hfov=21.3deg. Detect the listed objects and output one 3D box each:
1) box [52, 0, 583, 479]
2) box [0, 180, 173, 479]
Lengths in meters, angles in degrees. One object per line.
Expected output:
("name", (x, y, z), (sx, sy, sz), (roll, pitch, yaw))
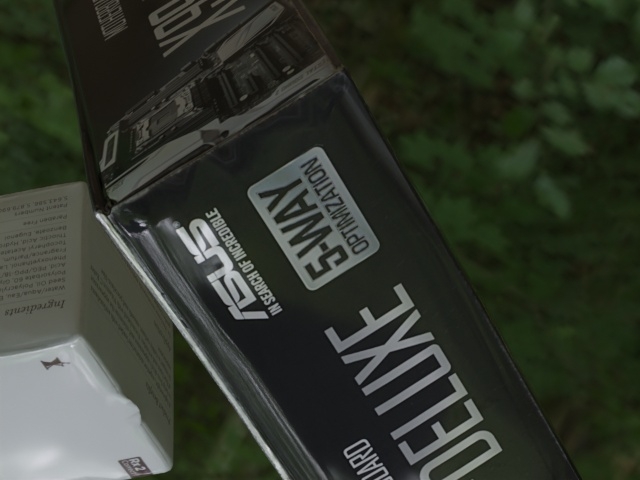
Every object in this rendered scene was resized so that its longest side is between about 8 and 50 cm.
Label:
("box", (0.000, 0.000, 0.603), (0.242, 0.076, 0.307), (58, -177, -29))
("box", (-0.203, 0.072, 1.089), (0.181, 0.181, 0.119), (66, -164, -54))
